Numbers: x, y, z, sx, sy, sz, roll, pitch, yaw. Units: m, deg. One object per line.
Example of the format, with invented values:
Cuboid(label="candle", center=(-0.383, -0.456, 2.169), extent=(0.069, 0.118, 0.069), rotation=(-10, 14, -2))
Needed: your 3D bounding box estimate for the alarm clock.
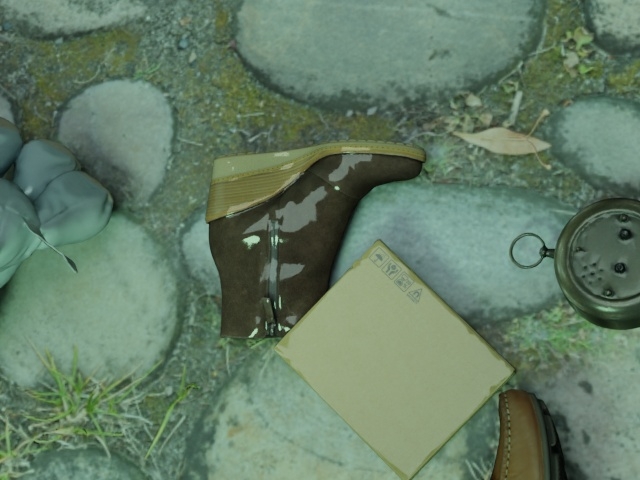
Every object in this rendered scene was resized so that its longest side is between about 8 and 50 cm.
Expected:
Cuboid(label="alarm clock", center=(0.285, 0.020, 1.563), extent=(0.192, 0.064, 0.129), rotation=(7, 76, 22))

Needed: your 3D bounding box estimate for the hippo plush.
Cuboid(label="hippo plush", center=(-0.374, 0.021, 1.723), extent=(0.294, 0.234, 0.236), rotation=(53, 125, 38))

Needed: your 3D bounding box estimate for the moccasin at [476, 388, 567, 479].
Cuboid(label="moccasin", center=(0.159, 0.328, 1.468), extent=(0.147, 0.139, 0.380), rotation=(5, 76, 16))

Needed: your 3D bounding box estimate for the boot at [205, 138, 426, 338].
Cuboid(label="boot", center=(0.000, 0.000, 1.663), extent=(0.248, 0.090, 0.207), rotation=(-6, 86, 11))

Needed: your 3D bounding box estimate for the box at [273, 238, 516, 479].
Cuboid(label="box", center=(0.075, 0.125, 1.599), extent=(0.201, 0.021, 0.164), rotation=(44, 92, 13))
